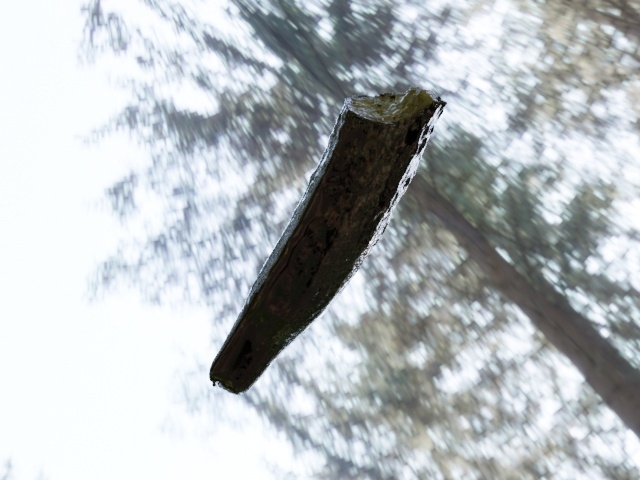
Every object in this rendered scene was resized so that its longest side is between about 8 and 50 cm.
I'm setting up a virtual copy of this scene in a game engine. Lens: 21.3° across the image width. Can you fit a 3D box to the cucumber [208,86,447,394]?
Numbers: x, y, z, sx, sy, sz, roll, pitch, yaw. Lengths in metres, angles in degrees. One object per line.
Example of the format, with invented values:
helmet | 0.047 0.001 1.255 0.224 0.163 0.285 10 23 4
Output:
cucumber | 0.002 0.001 0.603 0.034 0.033 0.134 28 -66 3
